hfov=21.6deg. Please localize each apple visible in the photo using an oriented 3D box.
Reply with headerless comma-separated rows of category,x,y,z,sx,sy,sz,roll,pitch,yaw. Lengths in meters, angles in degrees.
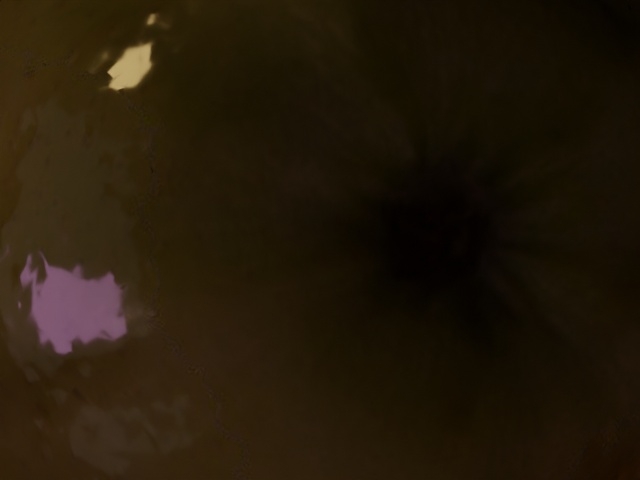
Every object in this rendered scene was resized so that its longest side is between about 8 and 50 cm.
apple,0.000,0.000,0.907,0.473,0.473,0.474,163,90,-87
